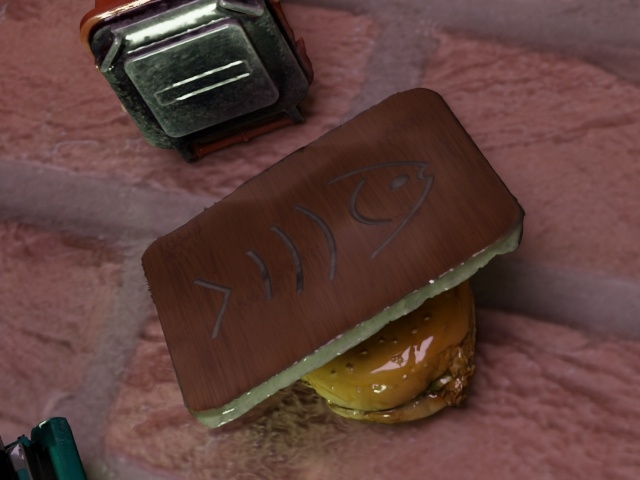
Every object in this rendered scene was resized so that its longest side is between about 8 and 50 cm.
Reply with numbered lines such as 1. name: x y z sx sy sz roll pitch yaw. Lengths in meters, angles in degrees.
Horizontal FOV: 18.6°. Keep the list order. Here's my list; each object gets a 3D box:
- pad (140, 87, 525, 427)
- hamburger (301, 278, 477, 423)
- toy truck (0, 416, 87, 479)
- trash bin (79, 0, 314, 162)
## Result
1. pad: 0.000 0.000 1.501 0.284 0.018 0.286 -31 31 3
2. hamburger: 0.050 0.070 1.482 0.147 0.083 0.138 -5 62 22
3. toy truck: -0.293 0.226 1.503 0.253 0.124 0.114 -28 58 7
4. trash bin: -0.105 -0.206 1.640 0.161 0.184 0.238 -19 48 10
